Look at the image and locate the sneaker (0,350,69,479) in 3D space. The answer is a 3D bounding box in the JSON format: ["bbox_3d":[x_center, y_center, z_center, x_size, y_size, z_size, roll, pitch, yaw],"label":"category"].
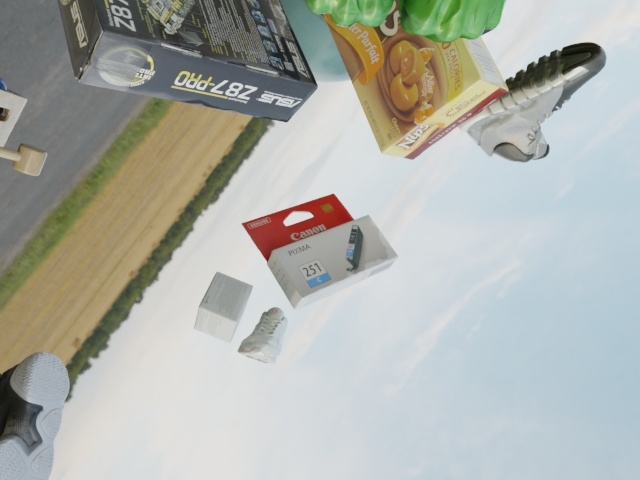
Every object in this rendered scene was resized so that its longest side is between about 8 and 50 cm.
[{"bbox_3d":[-0.475,0.302,0.843,0.153,0.101,0.268,-20,-135,20],"label":"sneaker"}]

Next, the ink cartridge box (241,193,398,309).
[{"bbox_3d":[0.000,0.000,1.385,0.297,0.261,0.066,-21,156,-32],"label":"ink cartridge box"}]

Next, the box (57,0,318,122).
[{"bbox_3d":[-0.203,-0.365,0.805,0.097,0.318,0.394,-40,-118,38],"label":"box"}]

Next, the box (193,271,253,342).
[{"bbox_3d":[-0.205,0.142,1.210,0.101,0.087,0.101,116,-3,-51],"label":"box"}]

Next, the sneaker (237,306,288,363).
[{"bbox_3d":[-0.122,0.205,1.285,0.232,0.091,0.115,89,19,-89],"label":"sneaker"}]

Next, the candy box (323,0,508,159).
[{"bbox_3d":[0.124,-0.305,0.858,0.183,0.088,0.316,-34,-113,37],"label":"candy box"}]

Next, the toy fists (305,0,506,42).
[{"bbox_3d":[0.094,-0.315,0.676,0.096,0.280,0.142,-134,-130,-67],"label":"toy fists"}]

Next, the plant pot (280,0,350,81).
[{"bbox_3d":[0.029,-0.438,1.164,0.195,0.290,0.290,-45,-166,52],"label":"plant pot"}]

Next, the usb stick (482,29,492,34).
[{"bbox_3d":[0.368,-0.637,1.420,0.077,0.277,0.045,-21,163,27],"label":"usb stick"}]

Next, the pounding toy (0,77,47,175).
[{"bbox_3d":[-0.432,-0.168,0.714,0.094,0.206,0.181,-63,-168,2],"label":"pounding toy"}]

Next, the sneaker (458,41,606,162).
[{"bbox_3d":[0.327,-0.188,0.843,0.229,0.132,0.086,-21,-149,46],"label":"sneaker"}]
